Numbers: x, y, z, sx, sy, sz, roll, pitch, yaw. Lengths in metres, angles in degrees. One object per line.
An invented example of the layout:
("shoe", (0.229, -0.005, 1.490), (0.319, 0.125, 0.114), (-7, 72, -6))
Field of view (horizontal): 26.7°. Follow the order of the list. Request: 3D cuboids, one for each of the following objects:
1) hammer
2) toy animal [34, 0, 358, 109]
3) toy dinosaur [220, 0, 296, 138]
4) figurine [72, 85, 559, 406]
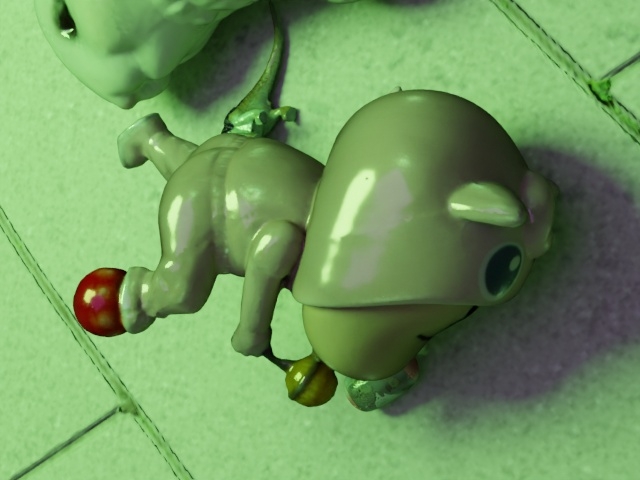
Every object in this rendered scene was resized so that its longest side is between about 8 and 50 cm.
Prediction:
("hammer", (0.030, 0.068, 0.881), (0.052, 0.031, 0.083), (-34, 60, 18))
("toy animal", (-0.066, -0.250, 0.876), (0.357, 0.194, 0.258), (-28, 96, 31))
("toy dinosaur", (-0.046, -0.077, 0.925), (0.058, 0.037, 0.180), (16, 74, 35))
("figurine", (0.000, 0.000, 0.825), (0.287, 0.176, 0.186), (1, 105, 10))
